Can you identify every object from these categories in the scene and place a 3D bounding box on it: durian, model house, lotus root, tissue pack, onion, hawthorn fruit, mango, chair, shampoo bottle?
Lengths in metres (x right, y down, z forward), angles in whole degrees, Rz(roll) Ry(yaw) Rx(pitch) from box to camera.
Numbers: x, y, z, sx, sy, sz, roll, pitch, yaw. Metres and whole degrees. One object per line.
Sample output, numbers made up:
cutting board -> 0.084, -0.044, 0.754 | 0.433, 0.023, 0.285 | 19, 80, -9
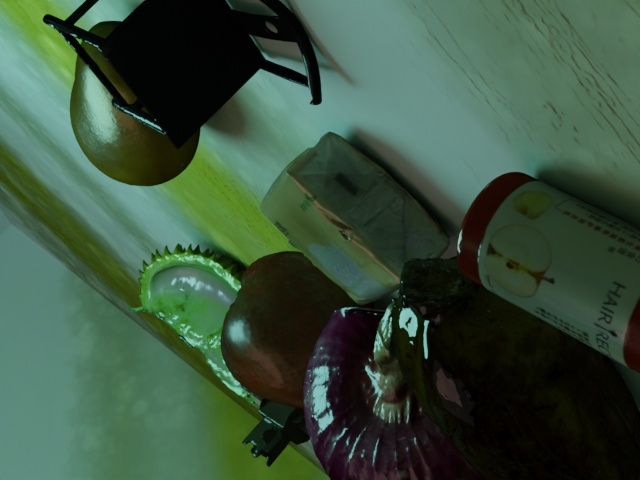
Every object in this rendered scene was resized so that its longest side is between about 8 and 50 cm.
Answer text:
durian -> -0.170, 0.125, 2.207 | 0.355, 0.169, 0.157 | 33, 165, 25
model house -> -0.010, 0.241, 1.982 | 0.211, 0.243, 0.204 | 29, 160, 39
lotus root -> 0.198, 0.155, 1.340 | 0.196, 0.179, 0.397 | 19, 154, 51
tissue pack -> 0.031, -0.018, 1.448 | 0.186, 0.090, 0.222 | 43, 165, -3
onion -> 0.099, 0.213, 1.563 | 0.272, 0.230, 0.256 | 19, 165, -34
hawthorn fruit -> 0.001, 0.132, 1.775 | 0.262, 0.210, 0.210 | 22, 162, 7
mango -> -0.225, -0.159, 1.611 | 0.175, 0.139, 0.254 | 37, 159, 5
chair -> -0.136, -0.189, 1.312 | 0.260, 0.141, 0.154 | 29, 161, 49
shampoo bottle -> 0.244, 0.041, 1.054 | 0.278, 0.104, 0.104 | 30, 161, 37

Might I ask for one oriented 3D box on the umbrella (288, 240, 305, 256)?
umbrella -> 0.000, 0.000, 1.641 | 0.143, 0.062, 0.067 | 36, -163, -3
